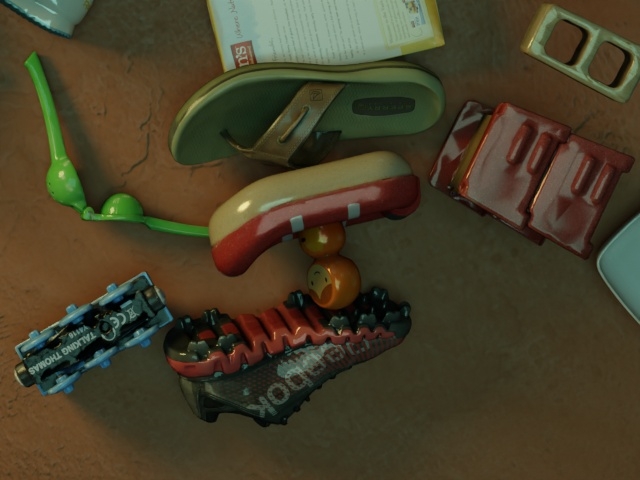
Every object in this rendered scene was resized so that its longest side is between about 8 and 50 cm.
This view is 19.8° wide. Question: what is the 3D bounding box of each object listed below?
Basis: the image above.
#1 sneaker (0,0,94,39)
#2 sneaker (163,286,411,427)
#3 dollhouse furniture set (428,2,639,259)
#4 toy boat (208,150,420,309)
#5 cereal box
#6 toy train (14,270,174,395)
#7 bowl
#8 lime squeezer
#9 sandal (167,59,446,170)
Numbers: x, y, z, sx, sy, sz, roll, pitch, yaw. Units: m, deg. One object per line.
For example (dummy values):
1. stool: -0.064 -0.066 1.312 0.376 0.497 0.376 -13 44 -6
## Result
1. sneaker: -0.338 -0.306 1.912 0.228 0.087 0.092 32 87 -15
2. sneaker: -0.031 0.131 2.009 0.276 0.097 0.135 -12 117 -11
3. dollhouse furniture set: 0.270 -0.182 1.923 0.152 0.201 0.374 25 93 -8
4. toy boat: 0.000 0.000 1.942 0.231 0.151 0.151 -14 87 -6
5. cereal box: -0.001 -0.266 1.957 0.240 0.047 0.173 -12 102 -1
6. toy train: -0.246 0.101 1.979 0.184 0.105 0.080 -31 94 2
7. bowl: 0.388 0.023 2.040 0.142 0.053 0.142 -40 101 4
8. lime squeezer: -0.225 -0.061 1.986 0.310 0.059 0.110 39 63 -10
9. sandal: -0.012 -0.126 1.940 0.302 0.086 0.120 -8 143 -4
